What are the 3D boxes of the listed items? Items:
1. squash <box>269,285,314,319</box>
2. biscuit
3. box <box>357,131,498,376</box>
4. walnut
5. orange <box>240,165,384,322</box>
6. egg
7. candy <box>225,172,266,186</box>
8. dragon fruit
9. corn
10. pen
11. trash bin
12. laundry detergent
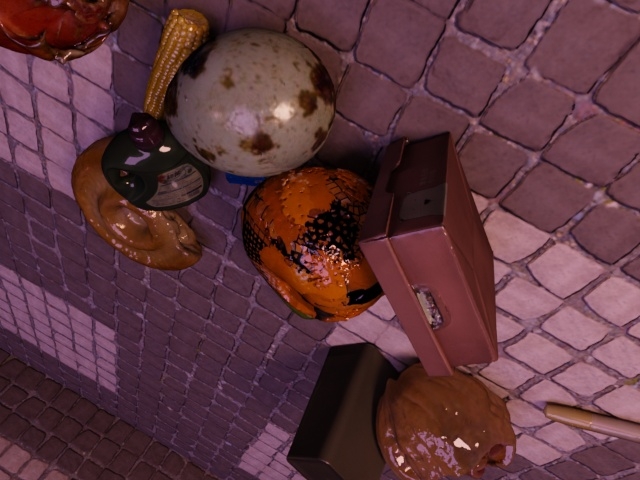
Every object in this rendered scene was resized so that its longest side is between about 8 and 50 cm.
[{"bbox_3d":[-0.058,0.058,0.840,0.068,0.077,0.219,-13,120,42],"label":"squash"},{"bbox_3d":[-0.348,-0.048,0.897,0.213,0.091,0.274,-14,124,36],"label":"biscuit"},{"bbox_3d":[0.139,0.008,0.577,0.086,0.215,0.215,-15,121,26],"label":"box"},{"bbox_3d":[0.218,0.313,0.833,0.239,0.203,0.141,-10,175,-7],"label":"walnut"},{"bbox_3d":[0.000,0.000,0.662,0.235,0.182,0.234,30,164,10],"label":"orange"},{"bbox_3d":[-0.090,-0.160,0.582,0.231,0.169,0.169,3,131,33],"label":"egg"},{"bbox_3d":[-0.124,-0.141,0.721,0.088,0.038,0.136,14,129,38],"label":"candy"},{"bbox_3d":[-0.333,-0.327,0.532,0.315,0.250,0.250,10,135,41],"label":"dragon fruit"},{"bbox_3d":[-0.199,-0.221,0.664,0.067,0.067,0.206,35,137,-3],"label":"corn"},{"bbox_3d":[0.489,0.308,0.791,0.234,0.032,0.040,10,157,22],"label":"pen"},{"bbox_3d":[0.056,0.339,0.915,0.122,0.240,0.164,-18,118,40],"label":"trash bin"},{"bbox_3d":[-0.242,-0.112,0.698,0.145,0.077,0.221,-15,166,-5],"label":"laundry detergent"}]
